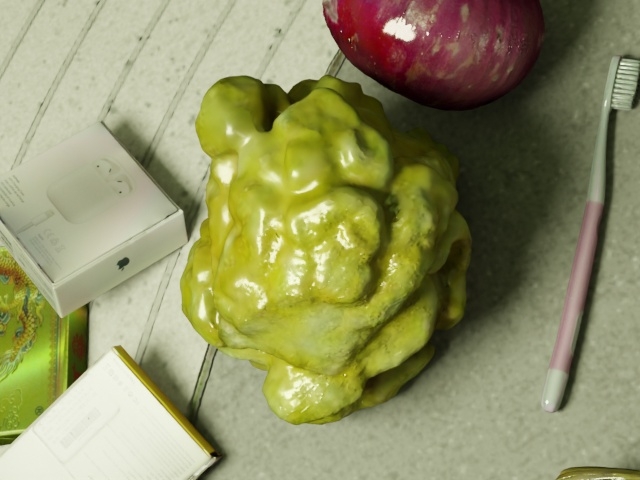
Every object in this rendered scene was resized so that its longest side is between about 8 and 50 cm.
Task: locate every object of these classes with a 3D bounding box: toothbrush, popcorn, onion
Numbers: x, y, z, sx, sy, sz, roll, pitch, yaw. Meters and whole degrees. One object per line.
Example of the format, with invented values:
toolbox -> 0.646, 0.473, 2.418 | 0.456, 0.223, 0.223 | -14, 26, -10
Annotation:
toothbrush -> 0.208, -0.007, 1.270 | 0.025, 0.020, 0.286 | 10, 78, 20
popcorn -> 0.000, 0.000, 1.234 | 0.235, 0.250, 0.241 | -28, 66, 6
onion -> 0.090, -0.179, 1.290 | 0.153, 0.177, 0.177 | -50, 54, 45

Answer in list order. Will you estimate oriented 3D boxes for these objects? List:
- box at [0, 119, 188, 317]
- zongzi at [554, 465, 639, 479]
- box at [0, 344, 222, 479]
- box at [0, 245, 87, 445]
box -> -0.204, -0.022, 1.417 | 0.129, 0.051, 0.130 | -32, 60, -20
zongzi -> 0.264, 0.263, 1.091 | 0.256, 0.115, 0.228 | 7, 51, 18
box -> -0.212, 0.213, 1.367 | 0.247, 0.033, 0.129 | -43, 84, 7
box -> -0.351, 0.104, 1.482 | 0.311, 0.043, 0.173 | -9, 71, 22
